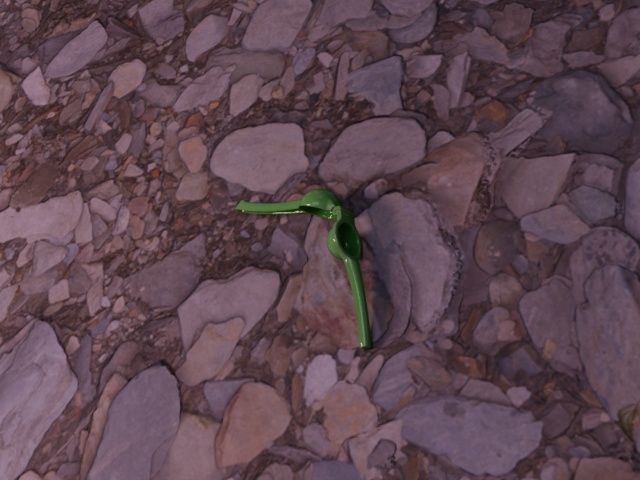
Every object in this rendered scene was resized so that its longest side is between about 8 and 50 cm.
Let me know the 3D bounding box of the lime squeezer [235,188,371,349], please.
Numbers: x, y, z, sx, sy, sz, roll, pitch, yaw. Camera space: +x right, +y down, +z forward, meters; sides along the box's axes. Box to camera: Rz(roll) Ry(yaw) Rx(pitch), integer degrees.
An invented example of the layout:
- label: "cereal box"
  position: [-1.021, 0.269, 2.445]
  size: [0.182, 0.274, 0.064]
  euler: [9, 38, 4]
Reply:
- label: "lime squeezer"
  position: [0.000, 0.000, 1.303]
  size: [0.110, 0.059, 0.310]
  euler: [-42, 52, -2]
